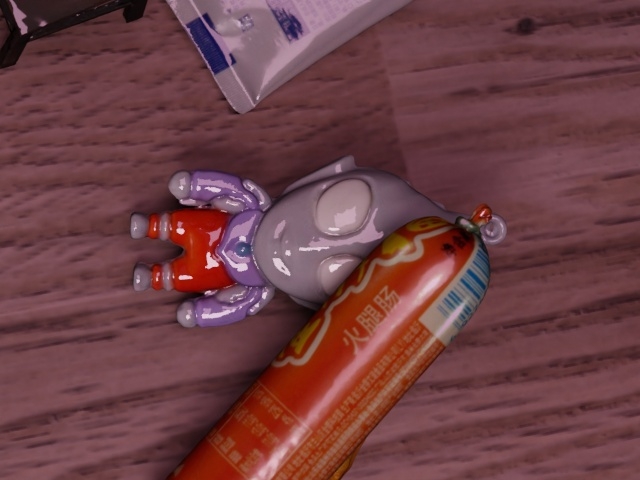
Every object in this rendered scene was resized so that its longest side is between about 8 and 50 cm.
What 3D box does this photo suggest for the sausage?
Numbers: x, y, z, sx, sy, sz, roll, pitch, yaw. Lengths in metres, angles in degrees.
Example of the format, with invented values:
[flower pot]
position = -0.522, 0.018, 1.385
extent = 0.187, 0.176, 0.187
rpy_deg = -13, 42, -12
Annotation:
[sausage]
position = 0.010, 0.080, 1.140
extent = 0.083, 0.083, 0.264
rpy_deg = 42, 88, -5

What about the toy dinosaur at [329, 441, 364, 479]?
[toy dinosaur]
position = 0.002, 0.126, 1.194
extent = 0.041, 0.026, 0.113
rpy_deg = 36, 80, -14

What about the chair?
[chair]
position = -0.135, -0.174, 1.116
extent = 0.101, 0.212, 0.084
rpy_deg = -22, 86, -20

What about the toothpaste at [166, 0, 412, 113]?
[toothpaste]
position = 0.032, -0.186, 1.259
extent = 0.266, 0.061, 0.096
rpy_deg = -33, 91, -13

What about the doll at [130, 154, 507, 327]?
[doll]
position = 0.000, 0.000, 1.198
extent = 0.227, 0.075, 0.102
rpy_deg = -1, 97, -6
